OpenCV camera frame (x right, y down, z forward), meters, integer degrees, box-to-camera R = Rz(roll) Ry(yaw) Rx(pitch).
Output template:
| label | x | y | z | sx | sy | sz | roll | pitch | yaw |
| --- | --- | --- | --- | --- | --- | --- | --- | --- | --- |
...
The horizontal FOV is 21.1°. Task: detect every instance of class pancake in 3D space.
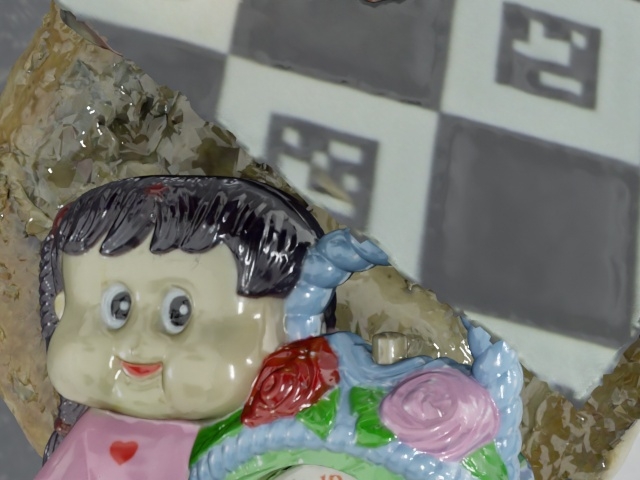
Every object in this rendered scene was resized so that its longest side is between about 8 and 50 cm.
| label | x | y | z | sx | sy | sz | roll | pitch | yaw |
| --- | --- | --- | --- | --- | --- | --- | --- | --- | --- |
| pancake | 0.001 | 0.000 | 0.882 | 0.387 | 0.387 | 0.082 | -45 | 169 | 0 |

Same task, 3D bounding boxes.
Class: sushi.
| label | x | y | z | sx | sy | sz | roll | pitch | yaw |
| --- | --- | --- | --- | --- | --- | --- | --- | --- | --- |
| sushi | 0.032 | -0.120 | 0.535 | 0.292 | 0.294 | 0.059 | -48 | 171 | -32 |

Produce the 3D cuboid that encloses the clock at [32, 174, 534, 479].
| label | x | y | z | sx | sy | sz | roll | pitch | yaw |
| --- | --- | --- | --- | --- | --- | --- | --- | --- | --- |
| clock | -0.019 | 0.074 | 0.626 | 0.100 | 0.194 | 0.195 | -1 | 91 | -68 |
